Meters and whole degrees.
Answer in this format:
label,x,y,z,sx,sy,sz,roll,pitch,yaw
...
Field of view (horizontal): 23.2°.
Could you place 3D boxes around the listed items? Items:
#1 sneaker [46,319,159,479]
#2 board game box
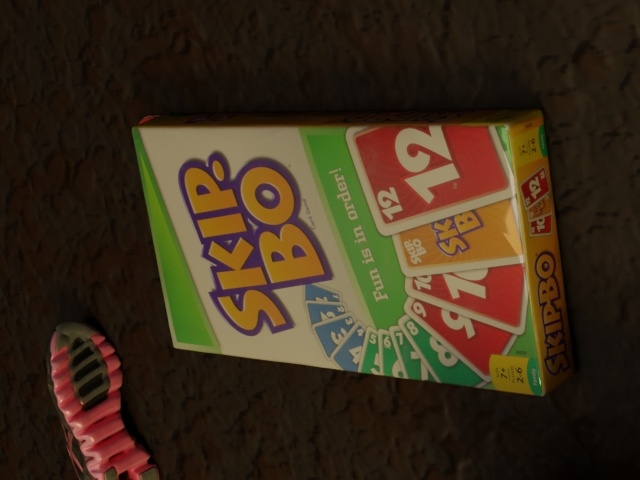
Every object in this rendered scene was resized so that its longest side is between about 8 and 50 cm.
label,x,y,z,sx,sy,sz,roll,pitch,yaw
sneaker,-0.139,0.105,0.922,0.057,0.047,0.119,-8,100,55
board game box,0.000,0.000,0.758,0.259,0.039,0.124,4,109,44
